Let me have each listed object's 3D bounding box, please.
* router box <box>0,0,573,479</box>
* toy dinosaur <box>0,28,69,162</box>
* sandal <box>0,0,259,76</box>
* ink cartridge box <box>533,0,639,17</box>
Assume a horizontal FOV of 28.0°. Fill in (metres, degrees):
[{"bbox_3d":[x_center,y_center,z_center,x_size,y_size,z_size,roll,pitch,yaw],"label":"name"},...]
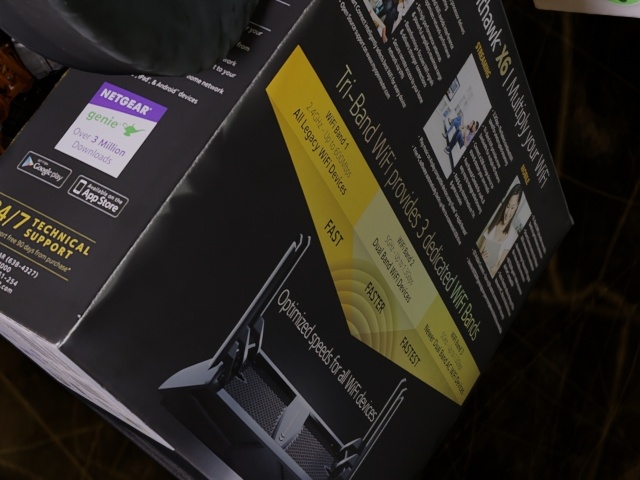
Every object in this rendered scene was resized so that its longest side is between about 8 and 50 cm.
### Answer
[{"bbox_3d":[0.000,0.000,0.584,0.243,0.081,0.309,-55,147,-16],"label":"router box"},{"bbox_3d":[-0.146,-0.116,0.482,0.218,0.164,0.322,33,60,-54],"label":"toy dinosaur"},{"bbox_3d":[-0.012,-0.271,0.421,0.167,0.107,0.445,15,81,-56],"label":"sandal"},{"bbox_3d":[0.225,-0.243,0.649,0.197,0.270,0.198,-49,126,-19],"label":"ink cartridge box"}]
